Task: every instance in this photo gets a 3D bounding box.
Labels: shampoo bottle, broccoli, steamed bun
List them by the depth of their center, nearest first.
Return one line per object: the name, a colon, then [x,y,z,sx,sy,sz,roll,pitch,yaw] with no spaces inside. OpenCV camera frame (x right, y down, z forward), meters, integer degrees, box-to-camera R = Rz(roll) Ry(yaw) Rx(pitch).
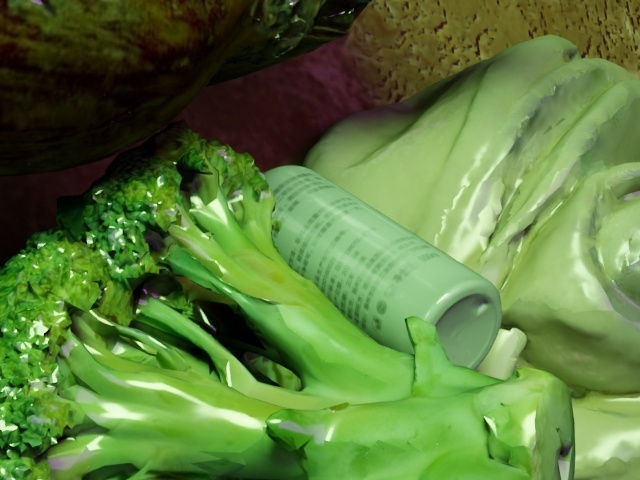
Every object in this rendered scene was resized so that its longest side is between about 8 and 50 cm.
broccoli: [-0.027,0.081,0.750,0.254,0.269,0.269,10,64,-64]
shampoo bottle: [0.000,0.000,0.880,0.056,0.195,0.056,-25,131,-31]
steamed bun: [0.138,0.021,0.954,0.268,0.207,0.280,4,68,-39]

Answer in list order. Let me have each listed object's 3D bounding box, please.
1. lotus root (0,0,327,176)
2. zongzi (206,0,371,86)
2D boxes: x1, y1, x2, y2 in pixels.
lotus root: [-0.188,-0.118,0.714,0.397,0.179,0.196,3,90,-20]
zongzi: [0.007,-0.230,0.882,0.138,0.300,0.286,26,52,-57]
